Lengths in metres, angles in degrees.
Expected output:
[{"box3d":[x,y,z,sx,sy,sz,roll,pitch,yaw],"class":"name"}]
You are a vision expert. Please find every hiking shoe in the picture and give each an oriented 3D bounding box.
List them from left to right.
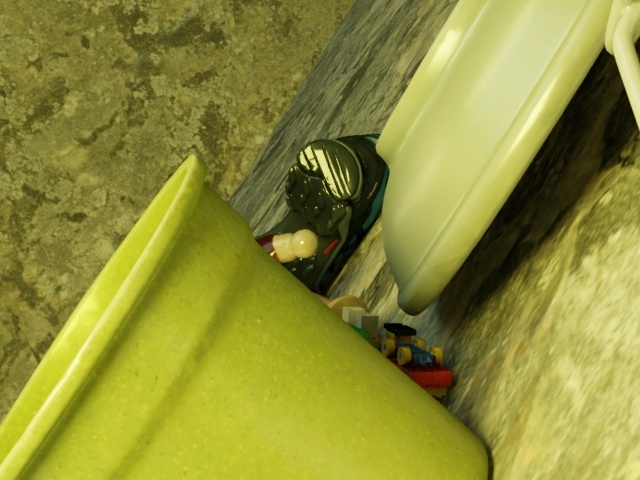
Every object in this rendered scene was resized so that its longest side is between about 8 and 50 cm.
[{"box3d":[0.000,0.000,1.602,0.132,0.113,0.304,-22,-25,-45],"class":"hiking shoe"}]

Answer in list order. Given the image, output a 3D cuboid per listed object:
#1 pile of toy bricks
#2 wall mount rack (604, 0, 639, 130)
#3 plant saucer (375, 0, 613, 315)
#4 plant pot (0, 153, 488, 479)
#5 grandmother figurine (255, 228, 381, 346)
[{"box3d":[0.018,0.118,1.079,0.212,0.118,0.105,-160,72,-71],"class":"pile of toy bricks"},{"box3d":[0.219,-0.164,0.711,0.304,0.130,0.350,-57,-17,-24],"class":"wall mount rack"},{"box3d":[0.138,-0.135,1.074,0.400,0.100,0.400,-58,-2,-3],"class":"plant saucer"},{"box3d":[-0.048,0.130,0.853,0.276,0.254,0.276,-54,9,13],"class":"plant pot"},{"box3d":[-0.082,0.063,1.332,0.208,0.104,0.342,-41,31,-22],"class":"grandmother figurine"}]
